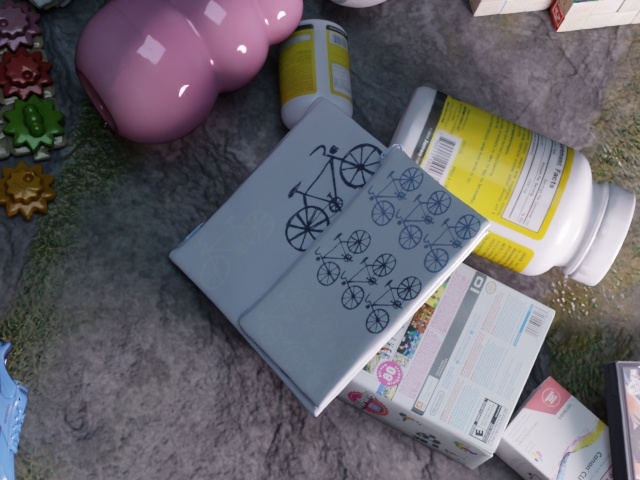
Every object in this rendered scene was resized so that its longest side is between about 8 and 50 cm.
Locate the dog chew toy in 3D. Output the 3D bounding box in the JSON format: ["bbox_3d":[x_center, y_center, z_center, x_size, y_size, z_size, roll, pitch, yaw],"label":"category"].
[{"bbox_3d":[-0.166,-0.276,1.752,0.331,0.206,0.207,-34,77,-13],"label":"dog chew toy"}]

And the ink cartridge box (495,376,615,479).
[{"bbox_3d":[0.338,0.292,1.699,0.198,0.067,0.115,41,67,7],"label":"ink cartridge box"}]

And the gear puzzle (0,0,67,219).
[{"bbox_3d":[-0.445,-0.184,1.766,0.175,0.044,0.339,-12,71,-14],"label":"gear puzzle"}]

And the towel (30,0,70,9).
[{"bbox_3d":[-0.389,-0.557,1.861,0.320,0.090,0.374,38,81,6],"label":"towel"}]

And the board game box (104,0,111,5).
[{"bbox_3d":[-0.154,-0.395,1.820,0.305,0.193,0.053,-14,72,-15],"label":"board game box"}]

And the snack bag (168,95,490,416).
[{"bbox_3d":[0.000,0.000,1.647,0.323,0.037,0.342,-47,57,2],"label":"snack bag"}]

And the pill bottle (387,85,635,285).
[{"bbox_3d":[0.249,-0.066,1.762,0.333,0.188,0.188,24,67,0],"label":"pill bottle"}]

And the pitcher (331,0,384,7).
[{"bbox_3d":[0.078,-0.442,1.930,0.207,0.125,0.178,-30,55,-30],"label":"pitcher"}]

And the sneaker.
[{"bbox_3d":[-0.398,0.223,1.601,0.082,0.069,0.209,-11,71,-18],"label":"sneaker"}]

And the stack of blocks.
[{"bbox_3d":[0.375,-0.418,1.977,0.297,0.087,0.171,-7,70,-13],"label":"stack of blocks"}]

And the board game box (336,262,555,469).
[{"bbox_3d":[0.126,0.131,1.712,0.303,0.097,0.224,28,67,1],"label":"board game box"}]

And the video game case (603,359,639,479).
[{"bbox_3d":[0.496,0.298,1.692,0.248,0.035,0.275,3,75,-23],"label":"video game case"}]

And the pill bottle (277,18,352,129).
[{"bbox_3d":[-0.007,-0.213,1.822,0.103,0.103,0.184,1,68,-9],"label":"pill bottle"}]
